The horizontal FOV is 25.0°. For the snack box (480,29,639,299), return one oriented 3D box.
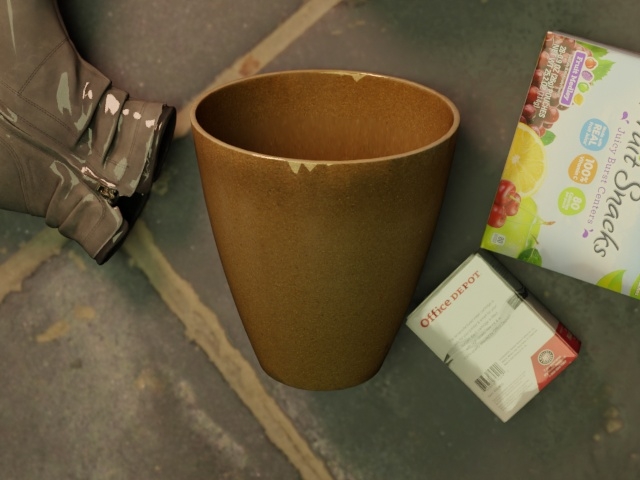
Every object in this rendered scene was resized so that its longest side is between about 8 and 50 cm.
[{"bbox_3d":[0.259,-0.067,1.303,0.175,0.070,0.207,20,105,12],"label":"snack box"}]

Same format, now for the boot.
[{"bbox_3d":[-0.236,-0.161,1.411,0.223,0.118,0.338,22,115,8],"label":"boot"}]

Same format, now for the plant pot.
[{"bbox_3d":[0.000,0.000,1.320,0.237,0.237,0.254,8,116,14],"label":"plant pot"}]

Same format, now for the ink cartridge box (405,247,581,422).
[{"bbox_3d":[0.163,0.086,1.361,0.135,0.056,0.099,46,107,3],"label":"ink cartridge box"}]
